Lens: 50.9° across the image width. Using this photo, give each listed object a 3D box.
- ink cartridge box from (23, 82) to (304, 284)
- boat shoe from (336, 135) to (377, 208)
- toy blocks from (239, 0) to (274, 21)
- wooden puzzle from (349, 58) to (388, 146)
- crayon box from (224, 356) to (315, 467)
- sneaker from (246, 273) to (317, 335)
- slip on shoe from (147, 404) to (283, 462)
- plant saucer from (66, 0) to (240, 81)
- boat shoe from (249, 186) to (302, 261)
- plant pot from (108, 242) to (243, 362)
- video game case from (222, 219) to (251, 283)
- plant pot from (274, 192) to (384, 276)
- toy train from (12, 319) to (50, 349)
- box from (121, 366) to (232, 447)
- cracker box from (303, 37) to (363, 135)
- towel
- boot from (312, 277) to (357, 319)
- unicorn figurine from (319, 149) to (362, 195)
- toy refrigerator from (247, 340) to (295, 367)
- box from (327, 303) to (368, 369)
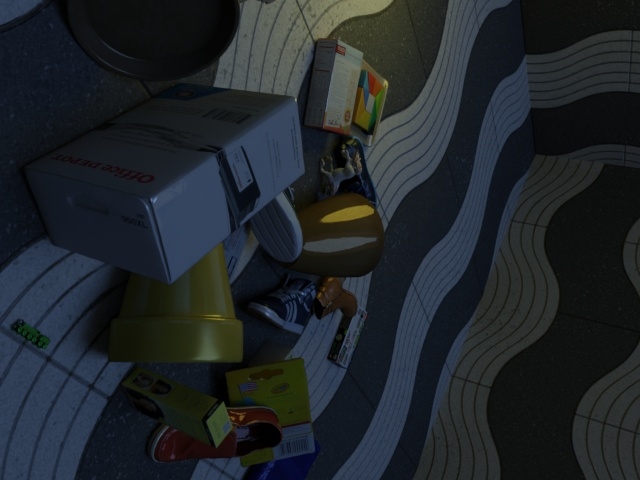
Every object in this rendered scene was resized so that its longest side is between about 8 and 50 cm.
[{"bbox_3d":[-0.254,-0.122,1.179,0.395,0.286,0.166,-45,138,-43],"label":"ink cartridge box"},{"bbox_3d":[0.090,-0.179,1.985,0.089,0.109,0.258,-39,117,-39],"label":"boat shoe"},{"bbox_3d":[-0.191,-0.573,1.231,0.260,0.309,0.289,65,22,-1],"label":"toy blocks"},{"bbox_3d":[0.133,-0.407,1.998,0.239,0.044,0.220,12,91,-61],"label":"wooden puzzle"},{"bbox_3d":[-0.128,0.422,1.721,0.081,0.202,0.318,-113,-163,-59],"label":"crayon box"},{"bbox_3d":[-0.096,0.154,1.765,0.153,0.099,0.282,-67,157,-8],"label":"sneaker"},{"bbox_3d":[-0.234,0.454,1.558,0.332,0.101,0.122,1,107,-33],"label":"slip on shoe"},{"bbox_3d":[-0.274,-0.383,1.117,0.278,0.278,0.041,53,17,-54],"label":"plant saucer"},{"bbox_3d":[-0.110,-0.109,1.569,0.119,0.121,0.335,-55,134,-49],"label":"boat shoe"},{"bbox_3d":[-0.276,0.118,1.308,0.254,0.254,0.238,17,71,-61],"label":"plant pot"},{"bbox_3d":[-0.229,-0.021,1.539,0.193,0.023,0.212,40,67,-58],"label":"video game case"},{"bbox_3d":[0.000,0.000,1.775,0.254,0.237,0.237,-10,111,-45],"label":"plant pot"},{"bbox_3d":[-0.494,0.161,1.150,0.083,0.017,0.023,61,39,-50],"label":"toy train"},{"bbox_3d":[-0.291,0.334,1.356,0.058,0.232,0.087,-49,140,-40],"label":"box"},{"bbox_3d":[0.036,-0.408,1.802,0.156,0.067,0.232,-1,103,-61],"label":"cracker box"},{"bbox_3d":[-0.126,0.677,1.969,0.308,0.076,0.227,-56,138,-32],"label":"towel"},{"bbox_3d":[0.038,0.196,2.055,0.152,0.073,0.197,-50,130,-41],"label":"boot"},{"bbox_3d":[0.047,-0.188,1.888,0.060,0.162,0.111,-28,98,-48],"label":"unicorn figurine"},{"bbox_3d":[-0.110,0.415,1.856,0.102,0.094,0.269,-48,141,-42],"label":"toy refrigerator"},{"bbox_3d":[0.093,0.316,2.235,0.114,0.036,0.206,47,60,-57],"label":"box"}]
